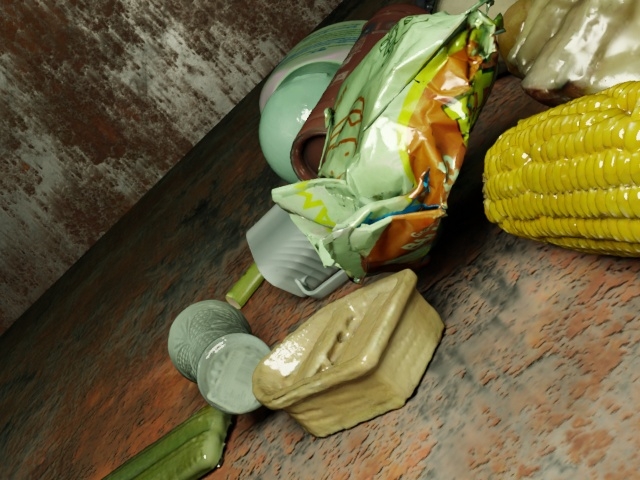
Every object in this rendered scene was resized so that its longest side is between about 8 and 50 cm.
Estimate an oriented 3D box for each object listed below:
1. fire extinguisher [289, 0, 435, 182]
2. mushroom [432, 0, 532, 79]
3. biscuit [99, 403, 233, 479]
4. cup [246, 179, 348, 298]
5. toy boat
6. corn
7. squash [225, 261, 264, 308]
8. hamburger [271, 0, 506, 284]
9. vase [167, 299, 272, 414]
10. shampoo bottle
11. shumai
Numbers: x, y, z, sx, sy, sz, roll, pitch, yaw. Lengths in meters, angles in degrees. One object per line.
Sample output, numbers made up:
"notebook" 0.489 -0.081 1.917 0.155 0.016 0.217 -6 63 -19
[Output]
"fire extinguisher" 0.077 -0.199 1.138 0.138 0.102 0.344 91 -159 -47
"mushroom" 0.202 -0.250 1.228 0.128 0.128 0.350 -45 19 -2
"biscuit" -0.210 0.268 1.078 0.322 0.038 0.099 -37 20 27
"cup" 0.000 0.000 1.142 0.129 0.095 0.128 -42 50 22
"toy boat" 0.016 0.104 0.867 0.188 0.061 0.116 -28 23 47
"corn" 0.199 -0.045 0.679 0.119 0.119 0.322 -47 12 -8
"squash" -0.091 0.052 1.364 0.083 0.027 0.027 -51 16 -26
"hamburger" 0.061 -0.094 0.911 0.276 0.150 0.261 -27 -43 -80
"vase" -0.098 0.118 1.037 0.096 0.096 0.219 -46 11 -7
"shampoo bottle" 0.016 -0.176 1.333 0.221 0.151 0.349 -11 21 14
"shumai" 0.296 -0.230 0.909 0.346 0.217 0.283 -9 69 58
